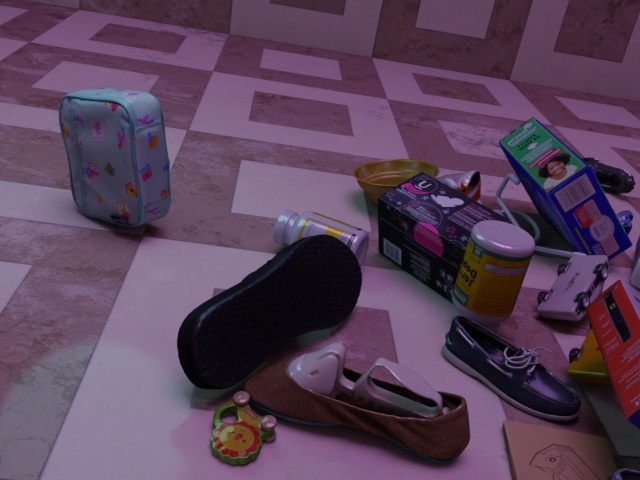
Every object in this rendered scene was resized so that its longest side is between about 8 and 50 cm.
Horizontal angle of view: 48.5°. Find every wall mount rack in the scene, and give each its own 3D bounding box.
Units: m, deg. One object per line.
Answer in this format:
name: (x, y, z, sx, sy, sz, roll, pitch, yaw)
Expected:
wall mount rack: (0.425, -0.022, 1.648, 0.349, 0.130, 0.304, -6, 50, -28)

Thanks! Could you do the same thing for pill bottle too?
pill bottle: (0.311, 0.078, 1.316, 0.117, 0.209, 0.118, 9, 27, -5)
pill bottle: (0.000, 0.000, 1.470, 0.184, 0.103, 0.103, 21, 29, 18)

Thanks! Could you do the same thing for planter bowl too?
planter bowl: (0.190, -0.132, 1.789, 0.217, 0.090, 0.217, -2, 23, 1)

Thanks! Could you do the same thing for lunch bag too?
lunch bag: (-0.423, -0.165, 1.450, 0.224, 0.279, 0.108, 12, 24, 26)

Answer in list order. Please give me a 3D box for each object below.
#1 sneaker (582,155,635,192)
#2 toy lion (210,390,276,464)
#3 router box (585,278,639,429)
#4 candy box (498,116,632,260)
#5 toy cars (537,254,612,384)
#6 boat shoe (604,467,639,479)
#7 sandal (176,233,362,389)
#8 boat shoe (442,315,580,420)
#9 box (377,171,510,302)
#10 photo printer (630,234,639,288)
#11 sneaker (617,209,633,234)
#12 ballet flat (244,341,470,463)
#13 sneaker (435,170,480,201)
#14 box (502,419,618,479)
sneaker: (0.868, -0.202, 2.212, 0.106, 0.078, 0.234, -3, 26, -20)
toy lion: (-0.116, 0.268, 0.998, 0.096, 0.034, 0.100, -24, 42, -37)
router box: (0.575, 0.244, 1.069, 0.335, 0.082, 0.301, 37, 25, -6)
candy box: (0.591, -0.120, 1.740, 0.122, 0.268, 0.317, -35, 29, 9)
toy cars: (0.527, 0.158, 1.371, 0.176, 0.087, 0.394, -24, 23, 12)
boat shoe: (0.499, 0.367, 0.924, 0.301, 0.102, 0.108, 19, 27, -4)
sandal: (-0.084, 0.101, 1.200, 0.107, 0.168, 0.445, -5, 12, 39)
boat shoe: (0.327, 0.211, 1.209, 0.254, 0.079, 0.095, 32, 33, 35)
box: (0.252, -0.006, 1.484, 0.142, 0.163, 0.247, -29, 44, -26)
photo printer: (0.892, 0.074, 1.650, 0.307, 0.107, 0.256, 21, 29, 18)
sneaker: (0.801, -0.036, 1.891, 0.144, 0.053, 0.059, -27, 44, -38)
ballet flat: (0.057, 0.221, 1.044, 0.342, 0.124, 0.116, 16, 27, 11)
sneaker: (0.312, -0.110, 1.833, 0.121, 0.099, 0.262, 5, 21, 37)
box: (0.356, 0.346, 1.026, 0.164, 0.021, 0.201, 11, 28, 0)
